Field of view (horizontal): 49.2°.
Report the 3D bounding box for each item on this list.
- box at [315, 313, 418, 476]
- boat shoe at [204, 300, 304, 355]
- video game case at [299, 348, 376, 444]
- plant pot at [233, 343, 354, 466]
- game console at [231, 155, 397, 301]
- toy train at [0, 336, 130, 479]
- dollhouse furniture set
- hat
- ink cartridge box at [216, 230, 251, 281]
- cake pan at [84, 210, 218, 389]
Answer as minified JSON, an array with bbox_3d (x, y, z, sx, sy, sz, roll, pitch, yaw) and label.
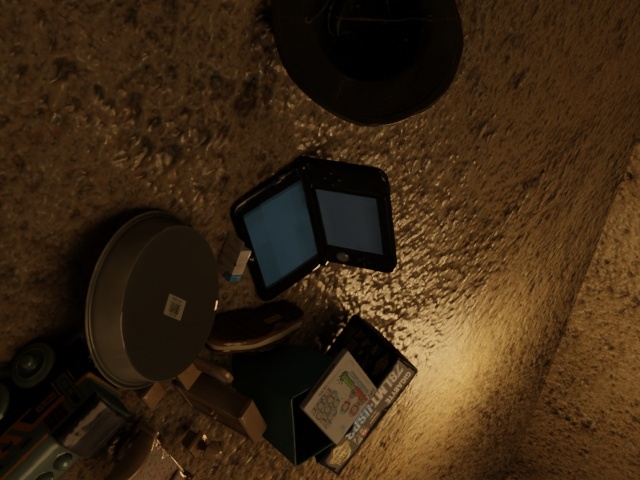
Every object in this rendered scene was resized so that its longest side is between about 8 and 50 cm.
[{"bbox_3d":[0.064,0.347,1.632,0.073,0.293,0.295,36,90,-22],"label":"box"},{"bbox_3d":[-0.137,0.202,1.436,0.257,0.095,0.095,-8,131,-47],"label":"boat shoe"},{"bbox_3d":[0.039,0.313,1.393,0.143,0.019,0.157,-51,134,-18],"label":"video game case"},{"bbox_3d":[-0.072,0.319,1.471,0.166,0.234,0.165,-22,119,-39],"label":"plant pot"},{"bbox_3d":[0.000,0.000,1.365,0.293,0.250,0.173,77,31,-48],"label":"game console"},{"bbox_3d":[-0.452,0.303,1.066,0.334,0.190,0.142,-45,144,-13],"label":"toy train"},{"bbox_3d":[-0.280,0.427,1.309,0.355,0.174,0.303,-54,148,-29],"label":"dollhouse furniture set"},{"bbox_3d":[0.065,-0.339,1.133,0.331,0.331,0.134,-48,-174,-9],"label":"hat"},{"bbox_3d":[-0.160,0.029,1.298,0.028,0.048,0.083,0,119,-49],"label":"ink cartridge box"},{"bbox_3d":[-0.257,0.099,1.133,0.293,0.054,0.293,-28,122,-60],"label":"cake pan"}]
